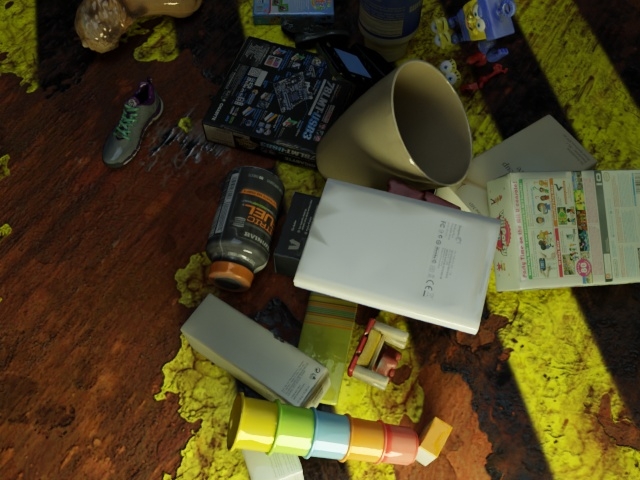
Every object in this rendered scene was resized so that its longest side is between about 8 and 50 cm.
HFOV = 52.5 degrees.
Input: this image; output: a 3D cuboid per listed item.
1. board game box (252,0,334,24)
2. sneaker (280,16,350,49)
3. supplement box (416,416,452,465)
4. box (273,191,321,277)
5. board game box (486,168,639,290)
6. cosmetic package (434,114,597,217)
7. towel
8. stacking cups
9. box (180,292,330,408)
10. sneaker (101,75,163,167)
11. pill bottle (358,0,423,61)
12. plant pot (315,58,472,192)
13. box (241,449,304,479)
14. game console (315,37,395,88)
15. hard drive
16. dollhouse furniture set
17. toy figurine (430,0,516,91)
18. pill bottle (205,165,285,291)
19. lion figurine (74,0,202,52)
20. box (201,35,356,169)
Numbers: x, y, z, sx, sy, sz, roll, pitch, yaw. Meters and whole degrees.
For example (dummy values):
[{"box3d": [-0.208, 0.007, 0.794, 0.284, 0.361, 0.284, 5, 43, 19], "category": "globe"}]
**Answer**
[{"box3d": [-0.072, -0.645, 1.726, 0.211, 0.039, 0.160, -1, 62, 0], "category": "board game box"}, {"box3d": [-0.015, -0.539, 1.661, 0.170, 0.051, 0.089, -9, 66, -1], "category": "sneaker"}, {"box3d": [0.194, 0.355, 1.146, 0.036, 0.098, 0.062, 30, 64, 12], "category": "supplement box"}, {"box3d": [0.000, 0.000, 1.343, 0.158, 0.093, 0.156, 14, 63, 6], "category": "box"}, {"box3d": [0.492, -0.020, 1.275, 0.303, 0.097, 0.224, -2, 84, -15], "category": "board game box"}, {"box3d": [0.415, -0.123, 1.399, 0.309, 0.113, 0.160, -31, 67, -16], "category": "cosmetic package"}, {"box3d": [0.008, 0.200, 1.278, 0.102, 0.021, 0.237, 8, 63, 11], "category": "towel"}, {"box3d": [0.006, 0.329, 1.081, 0.316, 0.096, 0.096, 15, 60, -16], "category": "stacking cups"}, {"box3d": [-0.119, 0.218, 1.207, 0.275, 0.113, 0.094, 30, 67, 18], "category": "box"}, {"box3d": [-0.445, -0.275, 1.492, 0.083, 0.098, 0.224, 18, 63, 10], "category": "sneaker"}, {"box3d": [0.167, -0.564, 1.548, 0.152, 0.272, 0.152, 0, 61, 1], "category": "pill bottle"}, {"box3d": [0.126, -0.199, 1.343, 0.256, 0.274, 0.256, 16, 66, -42], "category": "plant pot"}, {"box3d": [-0.085, 0.381, 1.132, 0.087, 0.101, 0.102, -19, 61, -10], "category": "box"}, {"box3d": [0.111, -0.365, 1.436, 0.044, 0.361, 0.213, -47, 72, 25], "category": "game console"}, {"box3d": [0.137, 0.022, 1.139, 0.318, 0.040, 0.210, 14, 68, 9], "category": "hard drive"}, {"box3d": [0.126, 0.095, 1.241, 0.152, 0.201, 0.374, 23, 70, 12], "category": "dollhouse furniture set"}, {"box3d": [0.380, -0.537, 1.471, 0.191, 0.217, 0.363, -19, 101, -18], "category": "toy figurine"}, {"box3d": [-0.159, -0.020, 1.335, 0.130, 0.130, 0.246, 9, 62, 5], "category": "pill bottle"}, {"box3d": [-0.441, -0.620, 1.661, 0.392, 0.142, 0.240, -18, 70, -14], "category": "lion figurine"}, {"box3d": [-0.088, -0.331, 1.536, 0.293, 0.073, 0.295, 17, 62, 8], "category": "box"}]
